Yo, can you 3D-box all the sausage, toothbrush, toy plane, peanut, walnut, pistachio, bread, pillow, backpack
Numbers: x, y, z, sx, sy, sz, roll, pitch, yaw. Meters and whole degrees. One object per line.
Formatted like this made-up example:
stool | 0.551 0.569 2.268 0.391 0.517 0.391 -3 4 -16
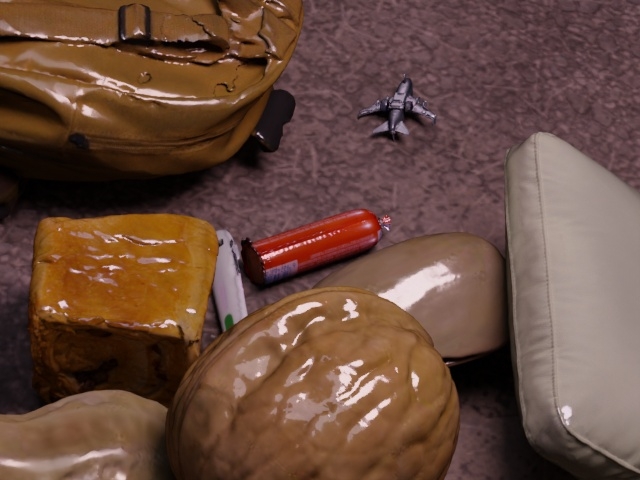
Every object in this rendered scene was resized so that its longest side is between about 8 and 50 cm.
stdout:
sausage | 0.000 0.000 1.674 0.145 0.048 0.050 -19 78 -21
toothbrush | -0.063 0.150 1.542 0.040 0.042 0.418 26 37 -39
toy plane | 0.079 -0.133 1.806 0.078 0.031 0.083 6 51 15
peanut | -0.231 0.184 1.395 0.313 0.149 0.149 5 47 -26
walnut | -0.003 0.140 1.374 0.228 0.228 0.228 3 50 -4
pistachio | 0.075 0.066 1.572 0.206 0.129 0.131 -19 39 -20
bread | -0.169 0.059 1.545 0.158 0.149 0.143 5 51 -11
pillow | 0.254 0.083 1.540 0.255 0.120 0.322 33 42 -32
backpack | -0.208 -0.186 1.701 0.378 0.201 0.353 18 51 5
